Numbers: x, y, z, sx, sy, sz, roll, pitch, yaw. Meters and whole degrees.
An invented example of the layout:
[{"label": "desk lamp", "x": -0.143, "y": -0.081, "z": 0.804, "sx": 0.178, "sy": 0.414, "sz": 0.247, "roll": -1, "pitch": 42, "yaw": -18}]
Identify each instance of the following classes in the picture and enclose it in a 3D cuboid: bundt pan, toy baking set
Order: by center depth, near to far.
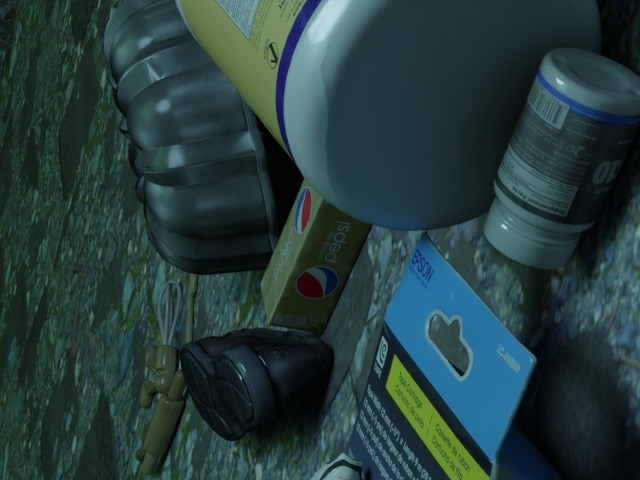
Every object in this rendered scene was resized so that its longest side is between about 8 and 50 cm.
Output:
[{"label": "bundt pan", "x": -0.140, "y": -0.110, "z": 1.865, "sx": 0.331, "sy": 0.124, "sz": 0.331, "roll": 165, "pitch": 90, "yaw": -82}, {"label": "toy baking set", "x": -0.195, "y": 0.156, "z": 2.234, "sx": 0.197, "sy": 0.030, "sz": 0.256, "roll": -103, "pitch": 29, "yaw": -49}]

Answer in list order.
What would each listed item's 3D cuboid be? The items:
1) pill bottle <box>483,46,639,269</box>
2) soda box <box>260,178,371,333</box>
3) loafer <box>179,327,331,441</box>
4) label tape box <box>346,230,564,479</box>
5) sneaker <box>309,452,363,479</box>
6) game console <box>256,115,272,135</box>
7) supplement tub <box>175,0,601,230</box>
[{"label": "pill bottle", "x": 0.163, "y": -0.054, "z": 1.232, "sx": 0.078, "sy": 0.078, "sz": 0.137, "roll": -109, "pitch": 33, "yaw": -54}, {"label": "soda box", "x": 0.000, "y": 0.000, "z": 1.707, "sx": 0.061, "sy": 0.058, "sz": 0.181, "roll": -103, "pitch": 30, "yaw": -48}, {"label": "loafer", "x": -0.066, "y": 0.137, "z": 1.821, "sx": 0.109, "sy": 0.095, "sz": 0.302, "roll": 68, "pitch": 164, "yaw": -2}, {"label": "label tape box", "x": 0.097, "y": 0.200, "z": 1.254, "sx": 0.249, "sy": 0.115, "sz": 0.348, "roll": -128, "pitch": 52, "yaw": -66}, {"label": "sneaker", "x": 0.005, "y": 0.187, "z": 1.314, "sx": 0.109, "sy": 0.040, "sz": 0.044, "roll": -43, "pitch": 23, "yaw": 58}, {"label": "game console", "x": -0.009, "y": -0.270, "z": 1.861, "sx": 0.386, "sy": 0.060, "sz": 0.342, "roll": -152, "pitch": 72, "yaw": -71}, {"label": "supplement tub", "x": 0.029, "y": -0.187, "z": 1.345, "sx": 0.331, "sy": 0.241, "sz": 0.241, "roll": 53, "pitch": 132, "yaw": 47}]
